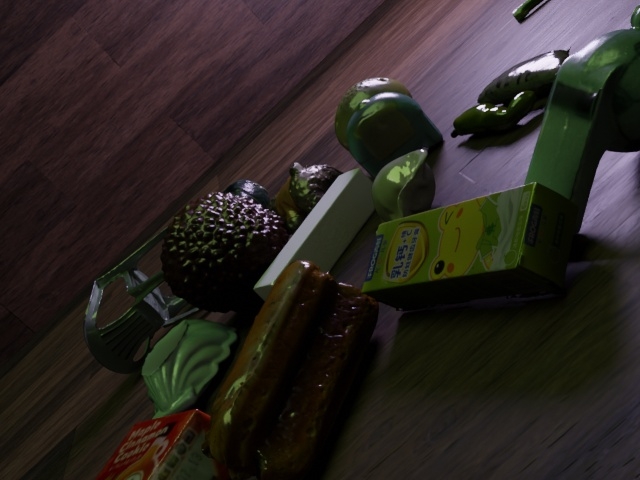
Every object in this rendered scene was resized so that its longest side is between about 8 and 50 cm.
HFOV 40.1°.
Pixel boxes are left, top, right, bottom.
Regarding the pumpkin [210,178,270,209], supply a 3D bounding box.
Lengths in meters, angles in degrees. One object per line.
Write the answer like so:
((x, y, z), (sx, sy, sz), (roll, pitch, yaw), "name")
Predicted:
((-0.212, -0.053, 2.103), (0.211, 0.152, 0.211), (-54, 16, 22), "pumpkin")

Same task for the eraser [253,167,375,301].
((0.000, 0.000, 1.616), (0.298, 0.078, 0.076), (-53, 19, -26), "eraser")

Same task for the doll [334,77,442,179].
((0.118, -0.232, 1.756), (0.177, 0.161, 0.260), (-43, 19, 10), "doll")

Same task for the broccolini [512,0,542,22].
((0.502, -0.558, 1.828), (0.254, 0.057, 0.071), (-35, -24, 19), "broccolini")

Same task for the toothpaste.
((0.178, 0.017, 1.109), (0.327, 0.077, 0.110), (-15, 56, 59), "toothpaste")

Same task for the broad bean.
((0.287, -0.211, 1.504), (0.070, 0.048, 0.214), (-52, 19, -24), "broad bean")

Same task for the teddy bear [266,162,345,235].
((-0.039, -0.077, 1.812), (0.190, 0.140, 0.177), (-41, 18, 42), "teddy bear")

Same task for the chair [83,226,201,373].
((-0.387, 0.145, 1.974), (0.275, 0.203, 0.190), (-36, 29, 9), "chair")

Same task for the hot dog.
((-0.037, 0.178, 1.171), (0.117, 0.158, 0.348), (-53, 9, 49), "hot dog")

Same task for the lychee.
((-0.172, 0.020, 1.701), (0.271, 0.271, 0.271), (-40, 17, 15), "lychee")

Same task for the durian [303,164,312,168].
((-0.027, -0.137, 2.024), (0.110, 0.071, 0.140), (-47, 12, -8), "durian")

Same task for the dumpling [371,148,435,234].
((0.131, -0.064, 1.439), (0.169, 0.100, 0.134), (-29, 37, 46), "dumpling")

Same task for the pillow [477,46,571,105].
((0.360, -0.281, 1.496), (0.093, 0.051, 0.241), (-55, 18, -17), "pillow")

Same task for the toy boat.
((-0.258, 0.230, 1.636), (0.199, 0.100, 0.290), (-40, 16, 16), "toy boat")

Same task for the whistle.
((0.362, -0.148, 1.072), (0.163, 0.164, 0.289), (-107, 29, -71), "whistle")

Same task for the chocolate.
((-0.247, 0.364, 1.279), (0.237, 0.108, 0.234), (-25, 24, 51), "chocolate")
